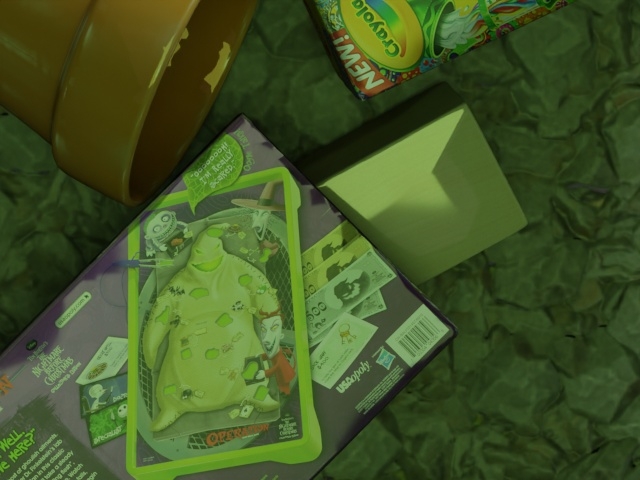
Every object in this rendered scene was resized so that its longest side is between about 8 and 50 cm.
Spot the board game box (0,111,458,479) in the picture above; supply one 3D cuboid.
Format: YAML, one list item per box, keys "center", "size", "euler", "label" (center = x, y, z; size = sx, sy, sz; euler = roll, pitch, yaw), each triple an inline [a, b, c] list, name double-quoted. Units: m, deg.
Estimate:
- center: [-0.102, 0.108, 1.114]
  size: [0.347, 0.056, 0.208]
  euler: [-44, 100, 1]
  label: "board game box"

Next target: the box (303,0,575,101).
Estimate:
- center: [0.082, -0.287, 1.092]
  size: [0.279, 0.177, 0.290]
  euler: [-26, 103, 1]
  label: "box"

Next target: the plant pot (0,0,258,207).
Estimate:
- center: [-0.161, -0.153, 1.096]
  size: [0.188, 0.205, 0.205]
  euler: [26, 99, 5]
  label: "plant pot"

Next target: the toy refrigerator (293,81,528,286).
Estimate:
- center: [0.000, 0.000, 1.189]
  size: [0.269, 0.094, 0.102]
  euler: [-29, 107, 3]
  label: "toy refrigerator"
